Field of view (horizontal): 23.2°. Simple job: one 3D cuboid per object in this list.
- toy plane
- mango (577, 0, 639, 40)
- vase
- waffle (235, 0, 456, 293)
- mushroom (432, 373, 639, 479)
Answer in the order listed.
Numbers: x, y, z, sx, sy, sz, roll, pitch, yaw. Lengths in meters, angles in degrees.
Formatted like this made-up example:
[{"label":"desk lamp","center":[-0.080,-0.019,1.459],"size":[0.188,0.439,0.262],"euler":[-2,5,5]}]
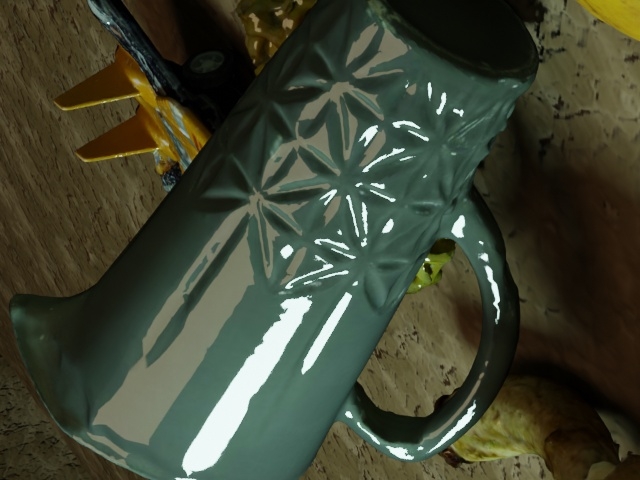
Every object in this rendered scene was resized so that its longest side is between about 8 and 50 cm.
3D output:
[{"label":"toy plane","center":[-0.055,-0.053,1.069],"size":[0.316,0.103,0.204],"euler":[31,149,40]},{"label":"mango","center":[0.097,-0.166,0.488],"size":[0.154,0.126,0.252],"euler":[23,148,41]},{"label":"vase","center":[0.000,0.000,0.803],"size":[0.251,0.156,0.301],"euler":[30,124,-6]},{"label":"waffle","center":[0.014,-0.054,0.885],"size":[0.149,0.051,0.194],"euler":[-7,109,44]},{"label":"mushroom","center":[0.135,0.142,0.807],"size":[0.233,0.208,0.302],"euler":[-50,53,27]}]
